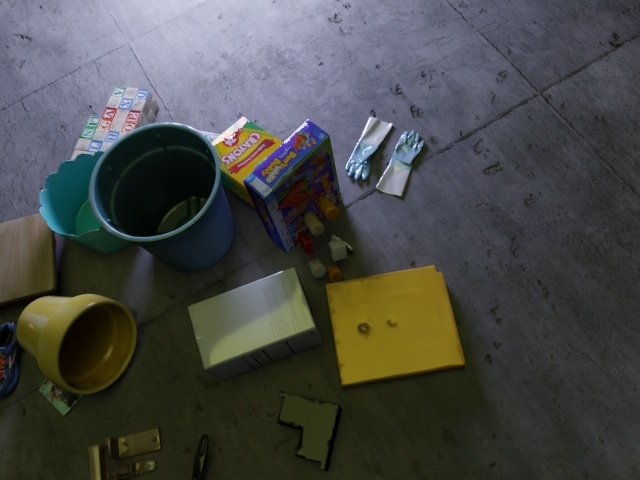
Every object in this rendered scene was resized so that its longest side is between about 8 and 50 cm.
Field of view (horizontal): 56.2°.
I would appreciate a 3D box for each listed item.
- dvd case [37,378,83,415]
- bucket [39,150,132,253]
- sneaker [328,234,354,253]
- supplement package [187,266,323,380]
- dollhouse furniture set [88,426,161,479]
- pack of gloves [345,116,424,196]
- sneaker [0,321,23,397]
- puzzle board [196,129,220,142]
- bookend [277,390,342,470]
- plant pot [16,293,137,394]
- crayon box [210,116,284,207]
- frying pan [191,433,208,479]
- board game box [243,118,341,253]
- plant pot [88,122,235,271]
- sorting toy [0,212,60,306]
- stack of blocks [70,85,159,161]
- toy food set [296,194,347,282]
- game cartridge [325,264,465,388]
[{"bbox_3d":[-0.707,0.409,1.641,0.119,0.013,0.087,36,75,21],"label":"dvd case"},{"bbox_3d":[-0.658,-0.103,1.770,0.281,0.183,0.281,-3,65,6],"label":"bucket"},{"bbox_3d":[0.059,0.018,1.706,0.083,0.031,0.035,34,88,24],"label":"sneaker"},{"bbox_3d":[-0.165,0.221,1.562,0.293,0.175,0.177,-20,66,-1],"label":"supplement package"},{"bbox_3d":[-0.475,0.541,1.476,0.123,0.151,0.144,-14,67,1],"label":"dollhouse furniture set"},{"bbox_3d":[0.193,-0.264,1.803,0.195,0.046,0.232,19,70,16],"label":"pack of gloves"},{"bbox_3d":[-0.883,0.325,1.661,0.083,0.087,0.221,-1,66,8],"label":"sneaker"},{"bbox_3d":[-0.359,-0.303,1.913,0.128,0.011,0.096,13,69,12],"label":"puzzle board"},{"bbox_3d":[-0.041,0.473,1.490,0.156,0.072,0.157,9,68,12],"label":"bookend"},{"bbox_3d":[-0.664,0.251,1.593,0.239,0.254,0.254,14,68,30],"label":"plant pot"},{"bbox_3d":[-0.184,-0.219,1.797,0.318,0.081,0.202,35,64,20],"label":"crayon box"},{"bbox_3d":[-0.335,0.662,1.458,0.197,0.053,0.326,-17,63,0],"label":"frying pan"},{"bbox_3d":[-0.063,-0.133,1.612,0.078,0.347,0.233,40,77,21],"label":"board game box"},{"bbox_3d":[-0.394,-0.085,1.643,0.341,0.334,0.341,-3,65,7],"label":"plant pot"},{"bbox_3d":[-0.895,0.073,1.775,0.255,0.089,0.257,-15,65,1],"label":"sorting toy"},{"bbox_3d":[-0.657,-0.349,1.931,0.171,0.087,0.297,9,68,12],"label":"stack of blocks"},{"bbox_3d":[0.000,0.000,1.638,0.111,0.232,0.104,-15,31,-11],"label":"toy food set"},{"bbox_3d":[0.191,0.224,1.587,0.324,0.052,0.285,-9,65,1],"label":"game cartridge"}]
